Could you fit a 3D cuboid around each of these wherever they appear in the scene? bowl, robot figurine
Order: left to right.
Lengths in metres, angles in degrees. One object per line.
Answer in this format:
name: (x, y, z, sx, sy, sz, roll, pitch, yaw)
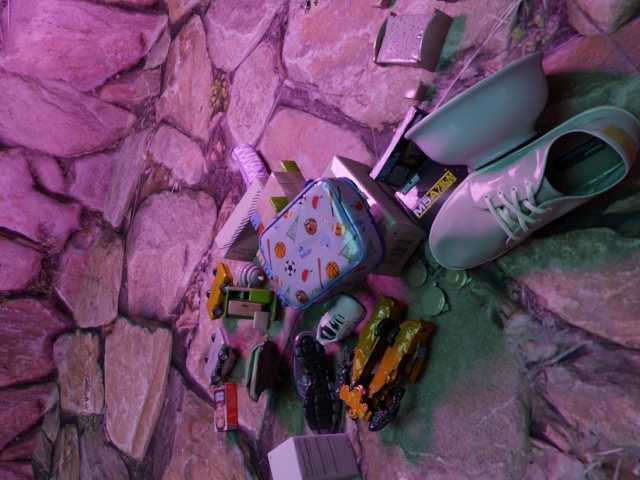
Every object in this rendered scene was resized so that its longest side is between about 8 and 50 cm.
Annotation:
robot figurine: (0.141, 0.285, 1.335, 0.211, 0.085, 0.290, 37, 108, 48)
bowl: (0.325, -0.228, 1.144, 0.298, 0.298, 0.134, -29, 91, 42)

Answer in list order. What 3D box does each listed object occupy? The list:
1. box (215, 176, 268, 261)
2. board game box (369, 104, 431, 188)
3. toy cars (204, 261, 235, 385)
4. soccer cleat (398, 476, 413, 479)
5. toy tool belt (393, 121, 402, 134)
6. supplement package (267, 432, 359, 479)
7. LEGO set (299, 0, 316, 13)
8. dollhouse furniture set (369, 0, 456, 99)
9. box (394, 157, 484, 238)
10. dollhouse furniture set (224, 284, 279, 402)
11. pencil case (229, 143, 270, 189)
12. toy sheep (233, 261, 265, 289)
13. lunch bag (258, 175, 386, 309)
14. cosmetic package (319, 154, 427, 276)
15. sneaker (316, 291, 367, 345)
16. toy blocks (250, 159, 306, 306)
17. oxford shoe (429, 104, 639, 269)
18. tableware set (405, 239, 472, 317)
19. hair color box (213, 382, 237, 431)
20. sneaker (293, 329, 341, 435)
box: (-0.211, -0.061, 1.826, 0.275, 0.113, 0.094, -53, 46, 29)
board game box: (0.208, -0.208, 1.351, 0.186, 0.126, 0.026, -59, 43, 21)
toy cars: (-0.307, 0.268, 1.880, 0.176, 0.087, 0.393, -15, 73, 60)
soccer cleat: (0.234, 0.545, 1.180, 0.076, 0.068, 0.196, -52, 45, 6)
toy tool belt: (0.208, -0.262, 1.425, 0.083, 0.052, 0.051, -18, 58, 47)
supplement package: (-0.016, 0.528, 1.384, 0.105, 0.179, 0.105, -44, 50, 35)
LEGO set: (-0.044, -0.761, 1.875, 0.083, 0.024, 0.054, -23, 64, 45)
dollhouse furniture set: (0.154, -0.558, 1.469, 0.303, 0.174, 0.355, 26, 100, 50)
box: (0.278, -0.108, 1.288, 0.190, 0.045, 0.184, -48, 50, 20)
dollhouse furniture set: (-0.218, 0.282, 1.645, 0.197, 0.152, 0.301, 52, -136, -83)
pencil case: (-0.226, -0.234, 1.907, 0.086, 0.088, 0.206, -56, 45, 27)
toy sheep: (-0.219, 0.110, 1.814, 0.132, 0.091, 0.091, 12, 90, 36)
lunch bag: (0.000, 0.000, 1.319, 0.303, 0.115, 0.243, -40, 69, 37)
cosmetic package: (0.111, -0.063, 1.427, 0.153, 0.129, 0.296, -58, 44, 24)
sneaker: (0.047, 0.195, 1.412, 0.086, 0.085, 0.237, -51, -7, -29)
toy blocks: (-0.084, 0.001, 1.629, 0.381, 0.191, 0.260, 60, 138, 30)
oxford shoe: (0.371, -0.078, 1.083, 0.449, 0.169, 0.130, -38, 9, 36)
tableware set: (0.257, 0.077, 1.303, 0.141, 0.020, 0.168, -50, 47, 29)
hair color box: (-0.297, 0.521, 1.829, 0.072, 0.043, 0.141, -26, 62, 43)
sneaker: (-0.014, 0.369, 1.514, 0.106, 0.101, 0.267, 125, 138, -68)
